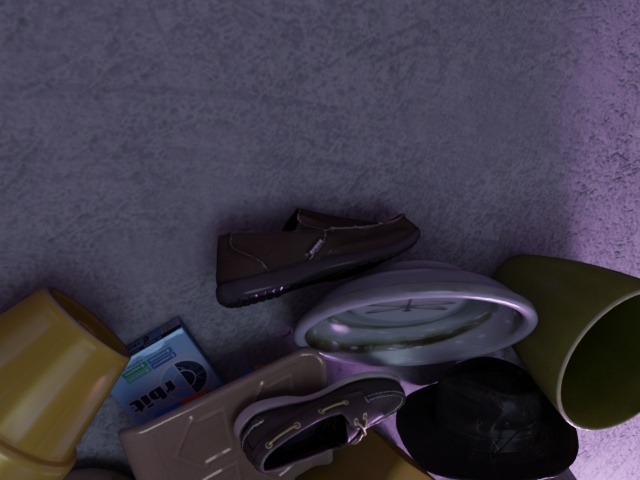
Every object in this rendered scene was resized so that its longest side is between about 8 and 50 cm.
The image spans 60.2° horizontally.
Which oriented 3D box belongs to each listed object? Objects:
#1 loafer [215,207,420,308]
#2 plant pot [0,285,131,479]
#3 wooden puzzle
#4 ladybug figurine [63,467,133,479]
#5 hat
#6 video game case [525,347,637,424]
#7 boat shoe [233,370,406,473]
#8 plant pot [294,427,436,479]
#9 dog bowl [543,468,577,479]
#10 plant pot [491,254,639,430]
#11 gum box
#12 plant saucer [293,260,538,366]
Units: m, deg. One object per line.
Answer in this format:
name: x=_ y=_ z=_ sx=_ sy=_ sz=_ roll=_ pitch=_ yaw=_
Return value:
loafer: x=0.000 y=0.000 z=0.887 sx=0.365 sy=0.134 sz=0.130 roll=-14 pitch=80 yaw=-27
plant pot: x=-0.411 y=0.204 z=0.776 sx=0.239 sy=0.254 sz=0.254 roll=-48 pitch=120 yaw=-12
wooden puzzle: x=-0.151 y=0.357 z=0.988 sx=0.347 sy=0.080 sz=0.322 roll=-19 pitch=126 yaw=-20
ladybug figurine: x=-0.474 y=0.592 z=0.955 sx=0.305 sy=0.162 sz=0.449 roll=35 pitch=97 yaw=-28
hat: x=0.305 y=0.301 z=1.031 sx=0.331 sy=0.331 sz=0.134 roll=-12 pitch=113 yaw=-15
video game case: x=0.528 y=0.269 z=1.153 sx=0.026 sy=0.227 sz=0.206 roll=41 pitch=95 yaw=-8
boat shoe: x=0.020 y=0.309 z=0.943 sx=0.324 sy=0.097 sz=0.117 roll=-5 pitch=121 yaw=-29
plant pot: x=0.112 y=0.508 z=1.121 sx=0.212 sy=0.212 sz=0.187 roll=41 pitch=82 yaw=-29
dog bowl: x=0.545 y=0.592 z=1.241 sx=0.102 sy=0.349 sz=0.349 roll=-34 pitch=120 yaw=11
plant pot: x=0.453 y=0.145 z=1.027 sx=0.274 sy=0.293 sz=0.275 roll=-8 pitch=115 yaw=-18
gum box: x=-0.263 y=0.244 z=0.951 sx=0.157 sy=0.041 sz=0.184 roll=-31 pitch=119 yaw=-7
plant saucer: x=0.152 y=0.120 z=0.942 sx=0.400 sy=0.101 sz=0.400 roll=-2 pitch=154 yaw=-1
